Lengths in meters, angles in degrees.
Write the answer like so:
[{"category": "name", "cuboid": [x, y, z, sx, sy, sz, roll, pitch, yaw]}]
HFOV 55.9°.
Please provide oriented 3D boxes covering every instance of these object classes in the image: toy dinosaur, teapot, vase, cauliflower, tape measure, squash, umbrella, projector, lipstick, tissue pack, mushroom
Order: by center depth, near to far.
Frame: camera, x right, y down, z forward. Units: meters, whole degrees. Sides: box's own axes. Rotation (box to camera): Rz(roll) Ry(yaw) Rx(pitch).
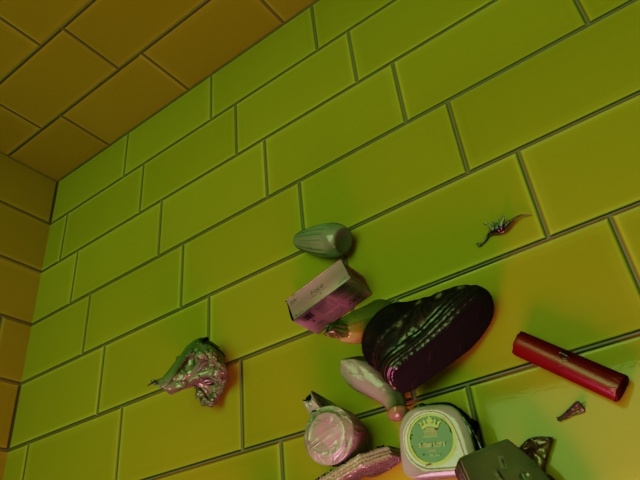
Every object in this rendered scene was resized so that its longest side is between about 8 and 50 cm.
[{"category": "projector", "cuboid": [0.451, 0.601, 1.379, 0.194, 0.088, 0.269, -16, 46, -14]}, {"category": "umbrella", "cuboid": [0.617, 0.420, 1.480, 0.083, 0.020, 0.031, -41, 86, 14]}, {"category": "lipstick", "cuboid": [0.617, 0.311, 1.505, 0.280, 0.073, 0.073, 22, 81, 43]}, {"category": "tape measure", "cuboid": [0.335, 0.527, 1.593, 0.235, 0.115, 0.207, -14, 58, 24]}, {"category": "teapot", "cuboid": [0.038, 0.567, 1.767, 0.222, 0.178, 0.163, 20, 79, 38]}, {"category": "mushroom", "cuboid": [0.176, 0.429, 1.771, 0.270, 0.118, 0.103, 31, 124, 46]}, {"category": "toy dinosaur", "cuboid": [0.535, -0.048, 1.799, 0.180, 0.037, 0.058, -36, 72, 28]}, {"category": "squash", "cuboid": [0.125, 0.271, 1.829, 0.137, 0.288, 0.137, 6, 101, 33]}, {"category": "tissue pack", "cuboid": [0.027, 0.192, 2.006, 0.246, 0.148, 0.092, -38, 47, 14]}, {"category": "vase", "cuboid": [0.000, 0.000, 2.158, 0.248, 0.128, 0.128, 1, 67, 50]}, {"category": "cauliflower", "cuboid": [-0.473, 0.481, 2.174, 0.316, 0.238, 0.256, -23, 32, -31]}]

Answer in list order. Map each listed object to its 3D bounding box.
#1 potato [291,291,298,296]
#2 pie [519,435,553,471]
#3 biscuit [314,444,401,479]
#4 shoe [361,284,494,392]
[{"category": "potato", "cuboid": [-0.054, 0.209, 2.144, 0.093, 0.036, 0.037, 7, 33, 23]}, {"category": "pie", "cuboid": [0.513, 0.558, 1.475, 0.092, 0.034, 0.169, 1, 68, 36]}, {"category": "biscuit", "cuboid": [0.104, 0.648, 1.687, 0.250, 0.147, 0.046, -37, 51, 16]}, {"category": "shoe", "cuboid": [0.298, 0.246, 1.731, 0.384, 0.171, 0.237, -40, 31, -4]}]
